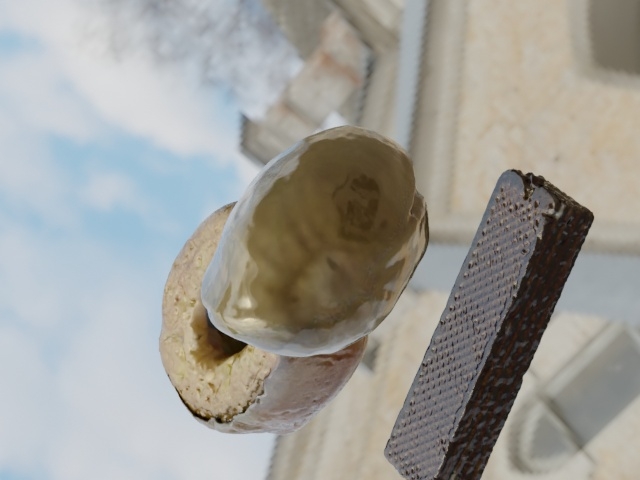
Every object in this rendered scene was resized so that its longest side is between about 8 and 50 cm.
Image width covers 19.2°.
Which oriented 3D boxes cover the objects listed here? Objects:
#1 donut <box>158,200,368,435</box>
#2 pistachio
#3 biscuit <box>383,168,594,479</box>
[{"bbox_3d":[-0.071,0.093,2.367,0.150,0.317,0.299,-5,-167,-44],"label":"donut"},{"bbox_3d":[0.000,0.000,1.631,0.162,0.181,0.293,64,-151,-22],"label":"pistachio"},{"bbox_3d":[0.188,0.108,2.121,0.073,0.388,0.107,10,-161,-34],"label":"biscuit"}]
